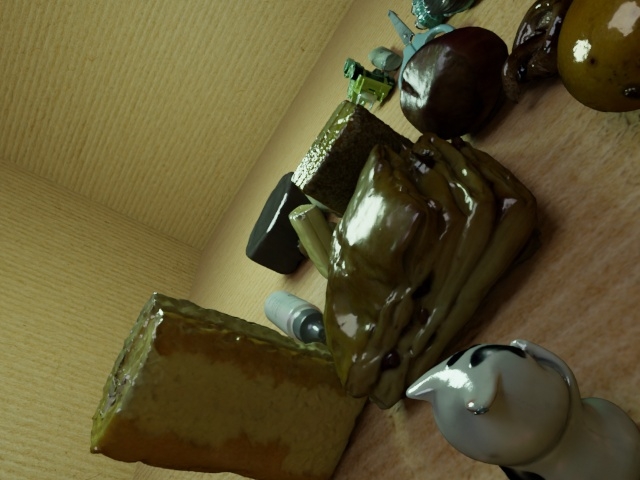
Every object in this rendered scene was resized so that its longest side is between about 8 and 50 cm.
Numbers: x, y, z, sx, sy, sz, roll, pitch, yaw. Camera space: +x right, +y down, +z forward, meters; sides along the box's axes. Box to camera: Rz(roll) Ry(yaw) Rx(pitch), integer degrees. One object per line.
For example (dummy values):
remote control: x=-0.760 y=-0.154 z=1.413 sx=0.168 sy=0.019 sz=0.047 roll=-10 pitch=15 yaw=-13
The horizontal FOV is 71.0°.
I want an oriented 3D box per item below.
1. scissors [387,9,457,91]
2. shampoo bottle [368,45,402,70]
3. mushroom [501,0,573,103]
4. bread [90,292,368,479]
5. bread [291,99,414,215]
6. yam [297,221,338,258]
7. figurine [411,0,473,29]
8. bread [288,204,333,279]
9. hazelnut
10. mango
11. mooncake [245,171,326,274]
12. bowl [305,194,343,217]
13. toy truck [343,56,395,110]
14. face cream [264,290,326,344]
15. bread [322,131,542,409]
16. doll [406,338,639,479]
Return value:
scissors: x=0.237 y=-0.524 z=1.173 sx=0.191 sy=0.029 sz=0.361 roll=-51 pitch=37 yaw=34
shampoo bottle: x=0.203 y=-0.576 z=1.419 sx=0.072 sy=0.049 sz=0.212 roll=-26 pitch=28 yaw=5
mushroom: x=0.333 y=-0.288 z=0.676 sx=0.171 sy=0.080 sz=0.135 roll=-60 pitch=7 yaw=9
bread: x=-0.126 y=0.251 z=0.695 sx=0.237 sy=0.375 sz=0.165 roll=-64 pitch=27 yaw=5
bread: x=0.092 y=-0.124 z=0.831 sx=0.184 sy=0.234 sz=0.111 roll=-56 pitch=26 yaw=16
yam: x=0.003 y=0.001 z=1.144 sx=0.127 sy=0.084 sz=0.084 roll=-22 pitch=44 yaw=56
figurine: x=0.301 y=-0.617 z=1.123 sx=0.110 sy=0.138 sz=0.245 roll=-20 pitch=10 yaw=-11
bread: x=-0.002 y=0.008 z=0.997 sx=0.060 sy=0.178 sz=0.139 roll=-32 pitch=12 yaw=-12
hazelnut: x=0.237 y=-0.274 z=0.785 sx=0.204 sy=0.177 sz=0.178 roll=110 pitch=175 yaw=-58
mango: x=0.345 y=-0.243 z=0.503 sx=0.166 sy=0.136 sz=0.236 roll=-41 pitch=23 yaw=53
mooncake: x=-0.101 y=-0.050 z=1.355 sx=0.306 sy=0.154 sz=0.306 roll=-49 pitch=24 yaw=31
bowl: x=0.068 y=-0.132 z=0.998 sx=0.237 sy=0.127 sz=0.238 roll=-21 pitch=15 yaw=6
toy truck: x=0.127 y=-0.474 z=1.386 sx=0.260 sy=0.128 sz=0.135 roll=-99 pitch=27 yaw=-59
face cream: x=-0.051 y=0.178 z=1.020 sx=0.092 sy=0.092 sz=0.311 roll=-65 pitch=18 yaw=-7
bread: x=0.112 y=0.016 z=0.673 sx=0.370 sy=0.191 sz=0.314 roll=-56 pitch=21 yaw=22
doll: x=0.173 y=0.151 z=0.374 sx=0.107 sy=0.180 sz=0.110 roll=-58 pitch=14 yaw=-30
